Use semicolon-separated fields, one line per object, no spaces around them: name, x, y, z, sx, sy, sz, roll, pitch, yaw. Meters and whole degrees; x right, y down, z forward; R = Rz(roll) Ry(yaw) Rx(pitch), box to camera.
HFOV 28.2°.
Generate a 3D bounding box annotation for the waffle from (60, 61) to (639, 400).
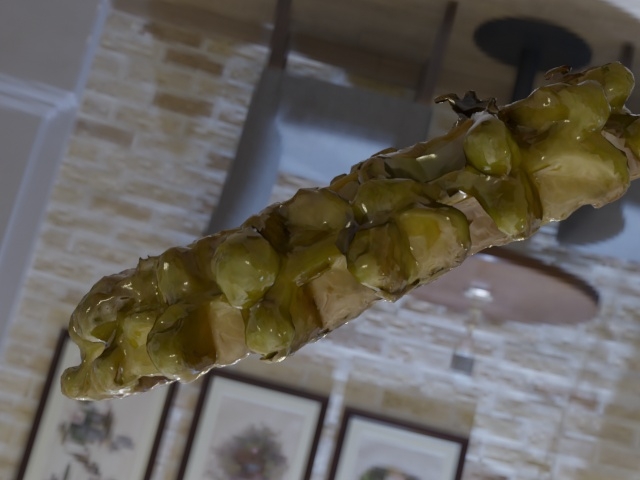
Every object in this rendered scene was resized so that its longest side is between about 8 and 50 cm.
waffle;0.000;0.000;0.574;0.259;0.069;0.293;-25;179;-18
